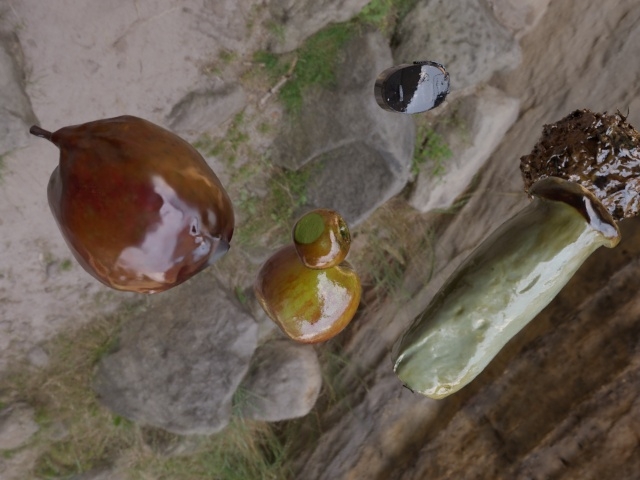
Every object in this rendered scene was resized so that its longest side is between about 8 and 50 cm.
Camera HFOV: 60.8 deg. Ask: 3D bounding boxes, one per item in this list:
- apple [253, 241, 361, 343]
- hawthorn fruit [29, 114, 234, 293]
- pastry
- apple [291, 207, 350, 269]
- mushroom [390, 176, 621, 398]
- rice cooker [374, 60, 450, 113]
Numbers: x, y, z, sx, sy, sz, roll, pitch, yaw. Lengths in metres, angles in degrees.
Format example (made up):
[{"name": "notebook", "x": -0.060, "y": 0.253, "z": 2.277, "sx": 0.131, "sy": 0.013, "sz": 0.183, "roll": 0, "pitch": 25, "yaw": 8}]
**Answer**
[{"name": "apple", "x": -0.028, "y": 0.132, "z": 1.503, "sx": 0.302, "sy": 0.301, "sz": 0.301, "roll": -28, "pitch": 155, "yaw": -15}, {"name": "hawthorn fruit", "x": -0.315, "y": -0.066, "z": 0.970, "sx": 0.309, "sy": 0.308, "sz": 0.324, "roll": -21, "pitch": 120, "yaw": -28}, {"name": "pastry", "x": 0.568, "y": -0.154, "z": 1.167, "sx": 0.274, "sy": 0.275, "sz": 0.192, "roll": -55, "pitch": -172, "yaw": 38}, {"name": "apple", "x": 0.000, "y": 0.000, "z": 0.976, "sx": 0.102, "sy": 0.114, "sz": 0.099, "roll": -20, "pitch": 151, "yaw": 22}, {"name": "mushroom", "x": 0.185, "y": 0.065, "z": 0.593, "sx": 0.312, "sy": 0.100, "sz": 0.081, "roll": -57, "pitch": 172, "yaw": 34}, {"name": "rice cooker", "x": 0.202, "y": -0.338, "z": 1.208, "sx": 0.166, "sy": 0.106, "sz": 0.112, "roll": -15, "pitch": 111, "yaw": -21}]
